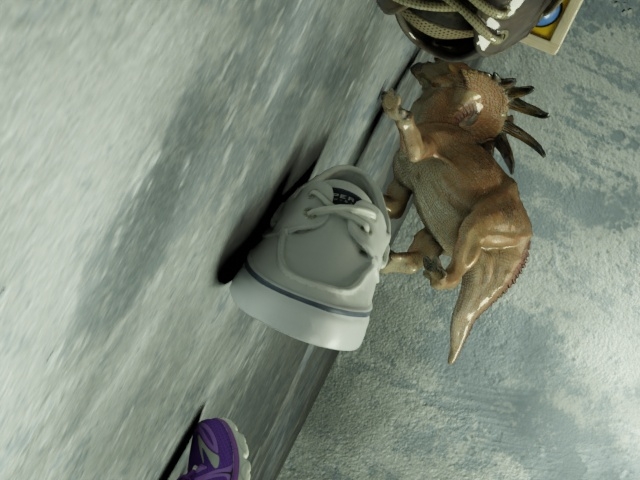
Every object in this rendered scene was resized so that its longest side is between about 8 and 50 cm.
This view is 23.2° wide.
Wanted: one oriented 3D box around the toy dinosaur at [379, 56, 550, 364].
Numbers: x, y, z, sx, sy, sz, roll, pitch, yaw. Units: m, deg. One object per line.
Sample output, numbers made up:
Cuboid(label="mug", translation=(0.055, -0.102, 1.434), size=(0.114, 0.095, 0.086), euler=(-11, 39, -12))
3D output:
Cuboid(label="toy dinosaur", translation=(0.139, -0.046, 1.439), size=(0.200, 0.296, 0.127), euler=(-12, 171, -34))

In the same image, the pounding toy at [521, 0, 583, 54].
Cuboid(label="pounding toy", translation=(0.170, -0.247, 1.324), size=(0.100, 0.130, 0.141), euler=(-80, -168, -61))

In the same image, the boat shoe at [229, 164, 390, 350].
Cuboid(label="boat shoe", translation=(0.000, 0.000, 1.038), size=(0.258, 0.095, 0.084), euler=(-88, -161, -76))

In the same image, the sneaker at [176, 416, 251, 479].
Cuboid(label="sneaker", translation=(-0.100, 0.205, 1.166), size=(0.068, 0.071, 0.170), euler=(-39, -148, 51))

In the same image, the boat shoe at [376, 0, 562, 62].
Cuboid(label="boat shoe", translation=(0.105, -0.171, 0.916), size=(0.130, 0.132, 0.355), euler=(-64, 174, -2))
